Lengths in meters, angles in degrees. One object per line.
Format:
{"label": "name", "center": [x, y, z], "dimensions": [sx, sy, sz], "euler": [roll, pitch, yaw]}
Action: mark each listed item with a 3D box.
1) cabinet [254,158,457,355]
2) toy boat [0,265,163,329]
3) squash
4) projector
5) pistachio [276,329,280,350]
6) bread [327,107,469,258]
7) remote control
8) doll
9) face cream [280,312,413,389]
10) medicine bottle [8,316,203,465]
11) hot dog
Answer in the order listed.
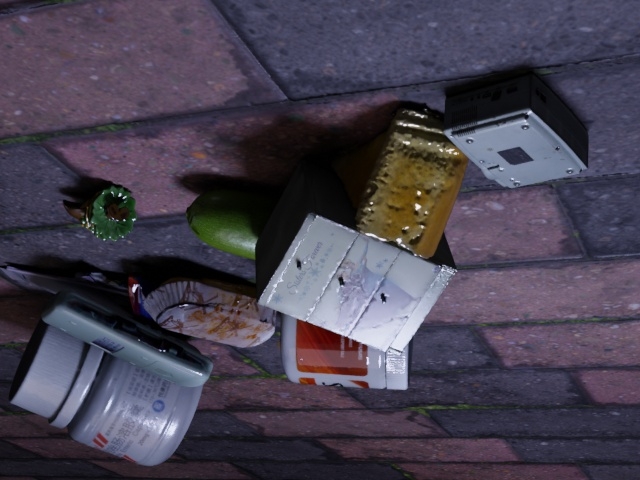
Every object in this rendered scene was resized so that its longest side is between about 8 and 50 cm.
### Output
{"label": "cabinet", "center": [0.040, 0.025, 1.376], "dimensions": [0.206, 0.150, 0.145], "euler": [22, 116, -16]}
{"label": "toy boat", "center": [-0.383, 0.104, 1.874], "dimensions": [0.318, 0.071, 0.219], "euler": [1, 153, 21]}
{"label": "squash", "center": [0.000, 0.000, 1.501], "dimensions": [0.379, 0.101, 0.101], "euler": [16, 155, -10]}
{"label": "projector", "center": [0.223, -0.118, 1.227], "dimensions": [0.115, 0.061, 0.147], "euler": [-10, 150, 36]}
{"label": "pistachio", "center": [0.006, 0.186, 1.880], "dimensions": [0.152, 0.126, 0.223], "euler": [1, 157, 15]}
{"label": "bread", "center": [0.097, -0.092, 1.329], "dimensions": [0.140, 0.169, 0.160], "euler": [17, -165, -21]}
{"label": "remote control", "center": [-0.324, 0.169, 1.838], "dimensions": [0.296, 0.056, 0.140], "euler": [28, 158, -17]}
{"label": "doll", "center": [-0.318, -0.028, 1.542], "dimensions": [0.078, 0.076, 0.113], "euler": [16, 157, -41]}
{"label": "face cream", "center": [0.045, 0.122, 1.634], "dimensions": [0.187, 0.201, 0.201], "euler": [3, 156, 7]}
{"label": "medicine bottle", "center": [-0.394, 0.260, 2.003], "dimensions": [0.306, 0.245, 0.245], "euler": [25, 152, -16]}
{"label": "hot dog", "center": [-0.176, 0.117, 1.797], "dimensions": [0.253, 0.069, 0.131], "euler": [17, 131, -41]}
